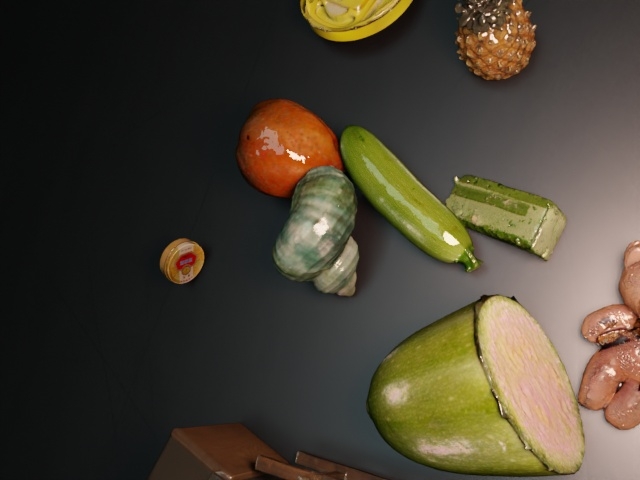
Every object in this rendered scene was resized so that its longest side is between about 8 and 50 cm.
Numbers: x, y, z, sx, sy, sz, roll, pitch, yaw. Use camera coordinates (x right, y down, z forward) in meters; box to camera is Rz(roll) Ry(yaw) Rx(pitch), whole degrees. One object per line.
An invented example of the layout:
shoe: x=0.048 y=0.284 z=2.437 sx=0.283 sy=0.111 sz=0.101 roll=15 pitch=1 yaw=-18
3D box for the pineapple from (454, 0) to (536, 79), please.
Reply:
pineapple: x=0.319 y=-0.415 z=1.207 sx=0.157 sy=0.278 sz=0.158 roll=-5 pitch=76 yaw=21

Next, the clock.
clock: x=0.094 y=-0.568 z=1.464 sx=0.293 sy=0.071 sz=0.277 roll=-45 pitch=55 yaw=-2

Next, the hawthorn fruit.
hawthorn fruit: x=-0.047 y=-0.187 z=1.388 sx=0.262 sy=0.210 sz=0.211 roll=15 pitch=85 yaw=2

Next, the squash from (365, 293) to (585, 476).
squash: x=0.234 y=0.287 z=1.108 sx=0.308 sy=0.310 sz=0.310 roll=-34 pitch=65 yaw=32

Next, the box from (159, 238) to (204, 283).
box: x=-0.323 y=0.048 z=1.509 sx=0.037 sy=0.105 sz=0.106 roll=30 pitch=92 yaw=35

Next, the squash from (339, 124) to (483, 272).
squash: x=0.168 y=-0.081 z=1.294 sx=0.107 sy=0.107 sz=0.395 roll=-46 pitch=71 yaw=10

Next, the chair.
chair: x=0.082 y=0.546 z=1.153 sx=0.415 sy=0.203 sz=0.241 roll=5 pitch=77 yaw=28

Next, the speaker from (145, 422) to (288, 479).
speaker: x=-0.206 y=0.472 z=1.285 sx=0.192 sy=0.231 sz=0.153 roll=30 pitch=92 yaw=28

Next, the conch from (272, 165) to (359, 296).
conch: x=0.000 y=0.000 z=1.315 sx=0.195 sy=0.220 sz=0.277 roll=-5 pitch=114 yaw=54

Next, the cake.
cake: x=0.353 y=-0.048 z=1.246 sx=0.235 sy=0.099 sz=0.100 roll=28 pitch=92 yaw=49

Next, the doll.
doll: x=0.530 y=0.166 z=1.047 sx=0.201 sy=0.156 sz=0.303 roll=29 pitch=96 yaw=22
